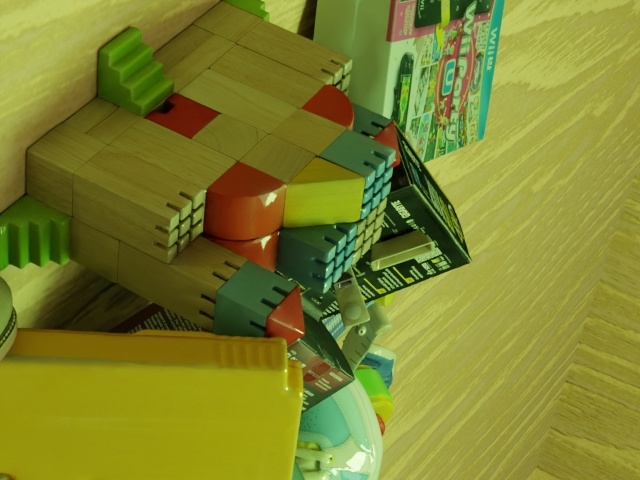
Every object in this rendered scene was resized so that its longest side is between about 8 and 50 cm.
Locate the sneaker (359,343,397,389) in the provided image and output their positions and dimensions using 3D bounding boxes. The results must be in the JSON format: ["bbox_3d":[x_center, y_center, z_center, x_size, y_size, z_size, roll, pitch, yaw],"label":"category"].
[{"bbox_3d":[0.067,0.194,2.452,0.152,0.058,0.085,73,37,-71],"label":"sneaker"}]

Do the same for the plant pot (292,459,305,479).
[{"bbox_3d":[-0.122,0.298,1.895,0.290,0.195,0.290,-51,157,-32],"label":"plant pot"}]

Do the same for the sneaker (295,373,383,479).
[{"bbox_3d":[-0.023,0.306,2.054,0.208,0.127,0.319,-20,110,-61],"label":"sneaker"}]

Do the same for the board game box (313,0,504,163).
[{"bbox_3d":[0.096,-0.203,1.921,0.303,0.097,0.224,-25,125,-61],"label":"board game box"}]

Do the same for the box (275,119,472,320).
[{"bbox_3d":[0.000,0.000,1.798,0.322,0.257,0.079,42,29,-69],"label":"box"}]

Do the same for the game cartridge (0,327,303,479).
[{"bbox_3d":[-0.184,0.184,1.457,0.053,0.323,0.285,-97,-168,-48],"label":"game cartridge"}]

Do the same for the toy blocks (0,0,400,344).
[{"bbox_3d":[-0.060,-0.058,1.519,0.381,0.261,0.191,-45,153,-43],"label":"toy blocks"}]

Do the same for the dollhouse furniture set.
[{"bbox_3d":[0.062,0.037,1.710,0.114,0.081,0.091,-18,162,0],"label":"dollhouse furniture set"}]

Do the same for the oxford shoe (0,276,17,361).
[{"bbox_3d":[-0.311,0.039,1.211,0.348,0.123,0.130,-15,123,-66],"label":"oxford shoe"}]

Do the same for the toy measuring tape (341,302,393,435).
[{"bbox_3d":[0.056,0.178,2.255,0.121,0.121,0.330,-46,169,-41],"label":"toy measuring tape"}]

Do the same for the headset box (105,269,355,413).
[{"bbox_3d":[-0.111,0.130,1.648,0.293,0.110,0.218,-33,160,6],"label":"headset box"}]

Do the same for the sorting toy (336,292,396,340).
[{"bbox_3d":[0.065,0.045,2.281,0.347,0.047,0.196,-35,145,-55],"label":"sorting toy"}]

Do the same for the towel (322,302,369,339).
[{"bbox_3d":[0.029,-0.040,2.058,0.243,0.040,0.336,-43,145,-51],"label":"towel"}]
